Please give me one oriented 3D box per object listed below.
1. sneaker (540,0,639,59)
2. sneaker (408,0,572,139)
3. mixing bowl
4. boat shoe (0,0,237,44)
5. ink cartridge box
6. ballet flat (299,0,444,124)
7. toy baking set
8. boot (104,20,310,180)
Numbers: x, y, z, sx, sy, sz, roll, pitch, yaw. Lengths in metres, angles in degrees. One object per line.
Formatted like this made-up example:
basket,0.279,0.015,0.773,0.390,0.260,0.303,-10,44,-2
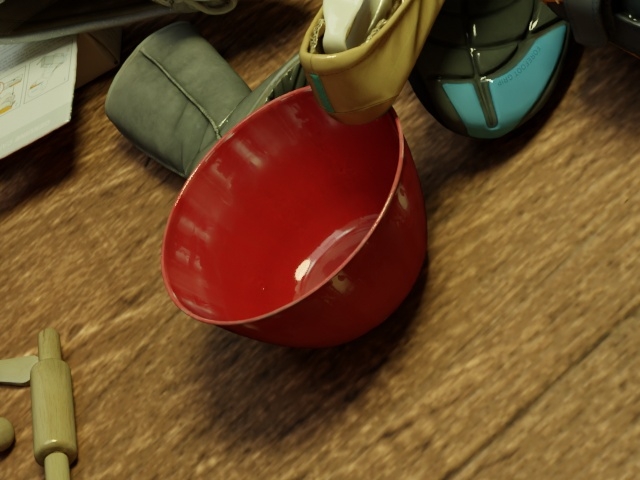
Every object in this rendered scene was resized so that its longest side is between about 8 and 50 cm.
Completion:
sneaker,0.202,-0.152,0.938,0.321,0.127,0.126,-119,41,-55
sneaker,0.086,-0.200,1.137,0.125,0.140,0.341,-1,59,-14
mixing bowl,0.000,0.000,1.030,0.181,0.098,0.181,-24,43,25
boat shoe,-0.150,-0.211,1.282,0.320,0.118,0.103,2,63,36
ink cartridge box,-0.297,-0.115,1.430,0.275,0.060,0.239,-25,44,23
ballet flat,0.052,-0.181,0.993,0.080,0.073,0.232,8,67,34
toy baking set,-0.256,0.149,1.181,0.196,0.030,0.256,-29,41,19
boot,-0.064,-0.115,1.223,0.189,0.076,0.208,-41,32,2
